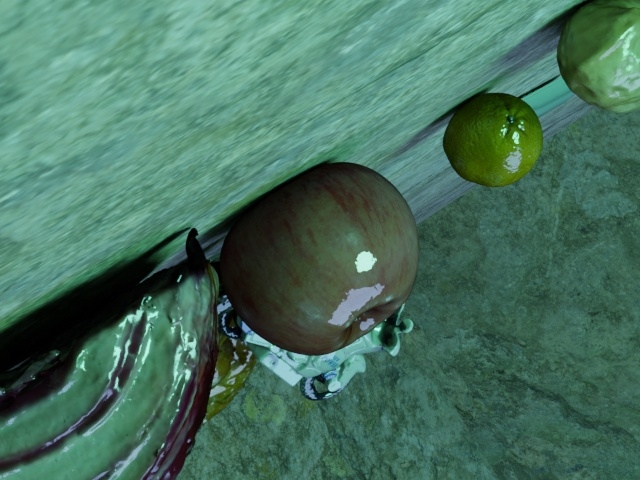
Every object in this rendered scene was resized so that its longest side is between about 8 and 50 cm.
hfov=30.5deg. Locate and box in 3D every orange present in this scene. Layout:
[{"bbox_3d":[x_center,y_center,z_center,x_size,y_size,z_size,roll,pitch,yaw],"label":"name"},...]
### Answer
[{"bbox_3d":[0.153,-0.090,1.038,0.085,0.085,0.095,-30,170,-22],"label":"orange"}]

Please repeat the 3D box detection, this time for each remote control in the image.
[{"bbox_3d":[0.226,-0.144,1.341,0.162,0.029,0.061,-29,174,-31],"label":"remote control"}]

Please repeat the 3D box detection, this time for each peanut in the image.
[{"bbox_3d":[0.240,-0.147,0.919,0.099,0.099,0.214,-33,176,20],"label":"peanut"}]

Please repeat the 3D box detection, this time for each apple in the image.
[{"bbox_3d":[0.003,0.016,0.871,0.153,0.120,0.153,-31,167,-8],"label":"apple"}]

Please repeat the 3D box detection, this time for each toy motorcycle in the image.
[{"bbox_3d":[-0.001,0.066,1.105,0.150,0.102,0.221,-43,137,3],"label":"toy motorcycle"}]

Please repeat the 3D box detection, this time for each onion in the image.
[{"bbox_3d":[-0.182,0.134,0.805,0.314,0.146,0.280,-35,-179,-9],"label":"onion"}]

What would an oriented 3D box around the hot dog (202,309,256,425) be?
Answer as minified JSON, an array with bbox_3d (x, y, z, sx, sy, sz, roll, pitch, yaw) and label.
[{"bbox_3d":[-0.169,0.141,1.182,0.272,0.122,0.196,-32,170,28],"label":"hot dog"}]

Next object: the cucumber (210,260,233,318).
[{"bbox_3d":[-0.174,0.096,0.962,0.294,0.067,0.067,-37,176,10],"label":"cucumber"}]
